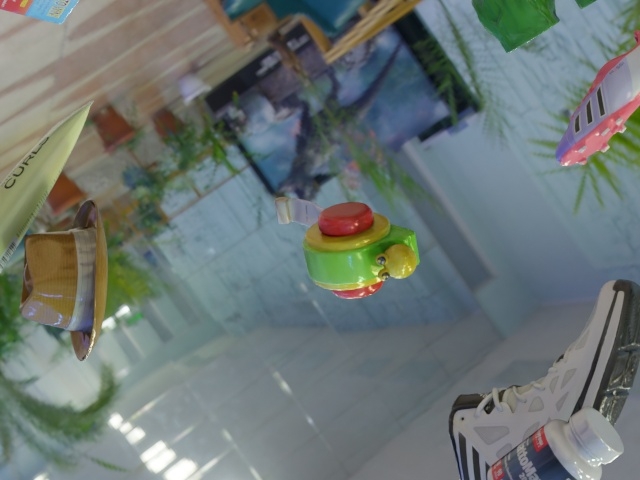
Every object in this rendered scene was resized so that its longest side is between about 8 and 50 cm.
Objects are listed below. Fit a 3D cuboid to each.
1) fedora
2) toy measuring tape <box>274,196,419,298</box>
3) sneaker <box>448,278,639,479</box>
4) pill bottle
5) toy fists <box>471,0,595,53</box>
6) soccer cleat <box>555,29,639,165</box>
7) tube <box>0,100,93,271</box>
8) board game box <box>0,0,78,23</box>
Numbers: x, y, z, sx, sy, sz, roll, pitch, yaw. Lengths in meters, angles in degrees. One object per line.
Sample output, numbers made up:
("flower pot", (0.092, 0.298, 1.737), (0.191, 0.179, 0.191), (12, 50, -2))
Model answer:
("fedora", (-0.288, 0.042, 1.071), (0.079, 0.194, 0.194), (3, 168, -24))
("toy measuring tape", (0.000, 0.000, 1.261), (0.121, 0.121, 0.330), (-37, -150, -23))
("sneaker", (0.345, 0.248, 1.578), (0.169, 0.258, 0.447), (11, 98, -59))
("pill bottle", (0.340, 0.322, 1.407), (0.180, 0.108, 0.108), (-45, 180, 22))
("toy fists", (0.390, -0.445, 1.656), (0.279, 0.142, 0.096), (-28, -171, 34))
("soccer cleat", (0.437, -0.215, 1.485), (0.248, 0.095, 0.083), (-44, 157, -2))
("tube", (-0.343, -0.062, 1.135), (0.240, 0.070, 0.062), (-60, 155, -18))
("board game box", (-0.430, -0.401, 1.225), (0.302, 0.086, 0.308), (10, 165, -28))
